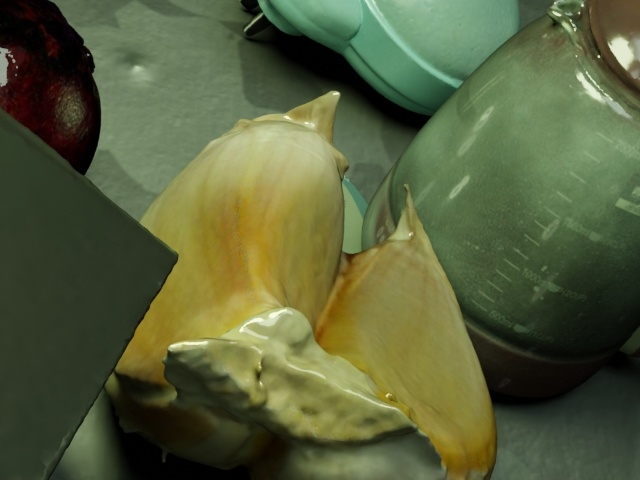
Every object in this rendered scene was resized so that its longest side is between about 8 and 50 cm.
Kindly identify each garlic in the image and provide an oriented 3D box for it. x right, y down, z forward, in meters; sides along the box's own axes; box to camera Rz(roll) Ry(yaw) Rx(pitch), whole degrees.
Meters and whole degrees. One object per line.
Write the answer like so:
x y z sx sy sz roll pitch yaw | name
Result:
-0.013 0.062 1.145 0.286 0.249 0.313 6 28 -3 | garlic

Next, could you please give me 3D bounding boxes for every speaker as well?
-0.249 0.085 0.969 0.184 0.232 0.254 39 44 -12 | speaker

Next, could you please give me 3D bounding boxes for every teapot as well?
0.235 -0.037 1.275 0.315 0.312 0.233 28 43 -8 | teapot

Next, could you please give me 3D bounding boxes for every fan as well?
0.000 0.000 1.344 0.113 0.005 0.175 2 52 -26 | fan

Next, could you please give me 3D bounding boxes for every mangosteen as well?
-0.268 -0.086 1.170 0.230 0.194 0.194 -27 66 -14 | mangosteen

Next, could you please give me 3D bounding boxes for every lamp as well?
0.064 -0.218 1.464 0.284 0.147 0.209 8 51 -21 | lamp
